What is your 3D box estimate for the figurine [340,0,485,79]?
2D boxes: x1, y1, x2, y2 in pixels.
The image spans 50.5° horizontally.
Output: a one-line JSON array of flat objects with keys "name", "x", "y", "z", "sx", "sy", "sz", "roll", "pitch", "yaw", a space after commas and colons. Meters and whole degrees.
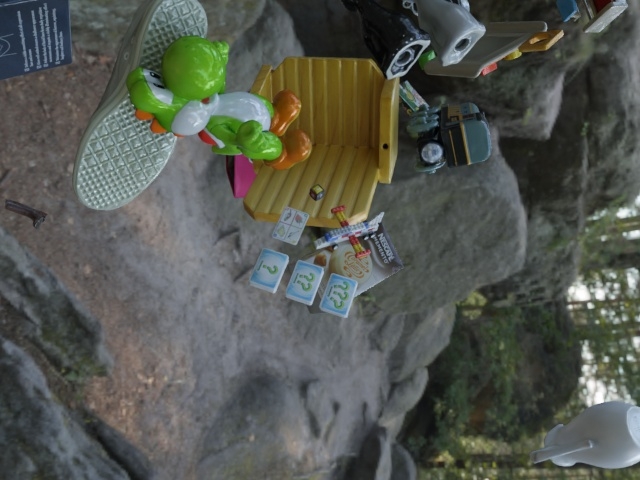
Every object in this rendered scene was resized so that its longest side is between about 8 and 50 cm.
[{"name": "figurine", "x": 0.144, "y": -0.395, "z": 1.157, "sx": 0.209, "sy": 0.214, "sz": 0.092, "roll": 59, "pitch": -33, "yaw": 19}]

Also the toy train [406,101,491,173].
[{"name": "toy train", "x": 0.320, "y": -0.264, "z": 1.682, "sx": 0.334, "sy": 0.190, "sz": 0.142, "roll": -65, "pitch": 143, "yaw": -67}]

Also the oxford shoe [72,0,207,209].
[{"name": "oxford shoe", "x": -0.350, "y": -0.266, "z": 1.311, "sx": 0.169, "sy": 0.449, "sz": 0.130, "roll": 17, "pitch": 15, "yaw": -35}]

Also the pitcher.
[{"name": "pitcher", "x": 0.535, "y": 0.399, "z": 1.347, "sx": 0.177, "sy": 0.207, "sz": 0.126, "roll": -8, "pitch": 71, "yaw": -37}]

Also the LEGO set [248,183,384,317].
[{"name": "LEGO set", "x": 0.000, "y": 0.000, "z": 1.212, "sx": 0.060, "sy": 0.182, "sz": 0.244, "roll": 102, "pitch": 8, "yaw": -55}]

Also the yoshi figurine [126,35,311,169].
[{"name": "yoshi figurine", "x": -0.166, "y": -0.260, "z": 1.247, "sx": 0.362, "sy": 0.203, "sz": 0.203, "roll": 11, "pitch": 96, "yaw": -43}]

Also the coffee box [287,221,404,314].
[{"name": "coffee box", "x": 0.063, "y": 0.063, "z": 1.669, "sx": 0.141, "sy": 0.246, "sz": 0.098, "roll": 64, "pitch": -27, "yaw": -4}]

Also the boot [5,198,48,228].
[{"name": "boot", "x": -0.814, "y": -0.075, "z": 1.852, "sx": 0.037, "sy": 0.114, "sz": 0.106, "roll": -62, "pitch": -165, "yaw": 7}]

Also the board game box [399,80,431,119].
[{"name": "board game box", "x": 0.305, "y": -0.344, "z": 1.938, "sx": 0.260, "sy": 0.030, "sz": 0.136, "roll": 47, "pitch": 34, "yaw": -1}]

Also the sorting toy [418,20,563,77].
[{"name": "sorting toy", "x": 0.337, "y": -0.380, "z": 1.383, "sx": 0.347, "sy": 0.196, "sz": 0.047, "roll": 30, "pitch": -29, "yaw": 59}]

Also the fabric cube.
[{"name": "fabric cube", "x": -0.143, "y": -0.286, "z": 2.015, "sx": 0.259, "sy": 0.258, "sz": 0.254, "roll": -117, "pitch": -152, "yaw": -61}]

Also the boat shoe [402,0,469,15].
[{"name": "boat shoe", "x": 0.284, "y": -0.672, "z": 1.856, "sx": 0.104, "sy": 0.113, "sz": 0.306, "roll": 6, "pitch": 39, "yaw": -37}]

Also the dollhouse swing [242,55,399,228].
[{"name": "dollhouse swing", "x": -0.014, "y": -0.238, "z": 1.579, "sx": 0.305, "sy": 0.346, "sz": 0.315, "roll": -58, "pitch": 151, "yaw": -60}]

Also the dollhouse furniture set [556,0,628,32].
[{"name": "dollhouse furniture set", "x": 0.442, "y": -0.474, "z": 1.164, "sx": 0.129, "sy": 0.129, "sz": 0.184, "roll": 133, "pitch": -54, "yaw": -62}]

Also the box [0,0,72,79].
[{"name": "box", "x": -0.830, "y": -0.546, "z": 1.632, "sx": 0.212, "sy": 0.395, "sz": 0.293, "roll": 62, "pitch": -26, "yaw": 11}]
